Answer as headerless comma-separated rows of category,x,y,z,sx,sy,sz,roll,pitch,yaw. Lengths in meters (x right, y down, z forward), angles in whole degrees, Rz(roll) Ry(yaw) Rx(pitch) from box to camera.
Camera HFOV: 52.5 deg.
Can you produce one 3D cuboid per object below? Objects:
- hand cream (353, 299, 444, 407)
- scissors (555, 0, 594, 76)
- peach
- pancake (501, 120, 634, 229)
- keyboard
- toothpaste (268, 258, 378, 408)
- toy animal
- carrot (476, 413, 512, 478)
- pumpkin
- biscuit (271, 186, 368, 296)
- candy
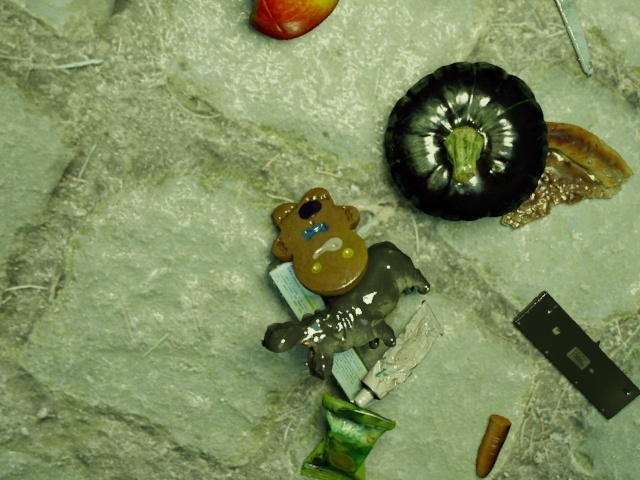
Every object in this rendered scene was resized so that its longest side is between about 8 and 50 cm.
hand cream,0.154,0.228,1.269,0.257,0.050,0.084,-41,101,-27
scissors,0.457,-0.483,1.241,0.191,0.029,0.361,-24,102,4
peach,-0.060,-0.453,1.128,0.192,0.190,0.190,-29,100,9
pancake,0.462,-0.113,1.283,0.266,0.057,0.245,33,95,-8
keyboard,0.540,0.239,1.362,0.106,0.027,0.317,-44,99,6
toothpaste,0.010,0.179,1.281,0.067,0.081,0.337,-31,100,0
toy animal,0.062,0.142,1.202,0.343,0.106,0.168,-37,100,-27
carrot,0.358,0.438,1.369,0.048,0.048,0.139,17,98,-7
pumpkin,0.254,-0.175,1.147,0.295,0.296,0.296,-1,99,-4
biscuit,0.000,0.000,1.200,0.179,0.039,0.236,-28,56,-3
candy,0.049,0.412,1.314,0.148,0.069,0.247,18,119,2
